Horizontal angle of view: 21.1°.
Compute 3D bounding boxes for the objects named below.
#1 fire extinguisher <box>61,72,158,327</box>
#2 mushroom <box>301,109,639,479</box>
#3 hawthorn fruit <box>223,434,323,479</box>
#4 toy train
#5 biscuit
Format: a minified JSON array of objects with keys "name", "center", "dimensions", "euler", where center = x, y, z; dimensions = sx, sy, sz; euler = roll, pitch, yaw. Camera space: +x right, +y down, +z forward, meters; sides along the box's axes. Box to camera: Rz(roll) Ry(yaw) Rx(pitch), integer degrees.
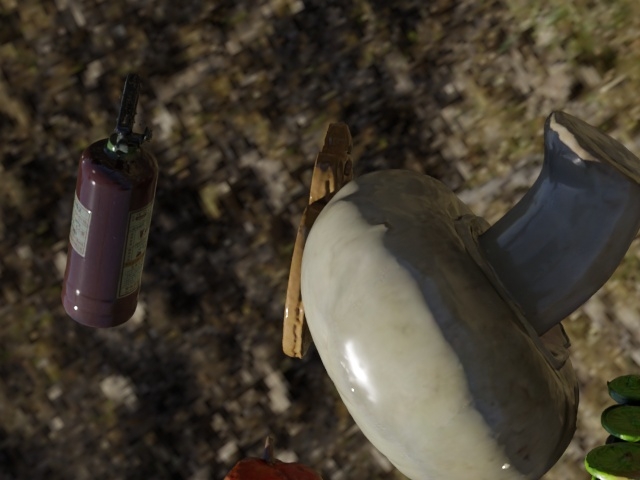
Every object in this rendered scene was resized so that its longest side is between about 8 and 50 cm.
[{"name":"fire extinguisher","center":[-0.185,-0.037,1.534],"dimensions":[0.071,0.099,0.231],"euler":[9,125,-6]},{"name":"mushroom","center":[0.111,0.057,1.525],"dimensions":[0.315,0.315,0.356],"euler":[31,136,29]},{"name":"hawthorn fruit","center":[-0.044,0.320,1.806],"dimensions":[0.179,0.174,0.173],"euler":[-108,20,-48]},{"name":"toy train","center":[0.361,0.226,1.789],"dimensions":[0.161,0.296,0.100],"euler":[2,112,16]},{"name":"biscuit","center":[0.001,0.000,2.047],"dimensions":[0.044,0.288,0.202],"euler":[12,153,7]}]
